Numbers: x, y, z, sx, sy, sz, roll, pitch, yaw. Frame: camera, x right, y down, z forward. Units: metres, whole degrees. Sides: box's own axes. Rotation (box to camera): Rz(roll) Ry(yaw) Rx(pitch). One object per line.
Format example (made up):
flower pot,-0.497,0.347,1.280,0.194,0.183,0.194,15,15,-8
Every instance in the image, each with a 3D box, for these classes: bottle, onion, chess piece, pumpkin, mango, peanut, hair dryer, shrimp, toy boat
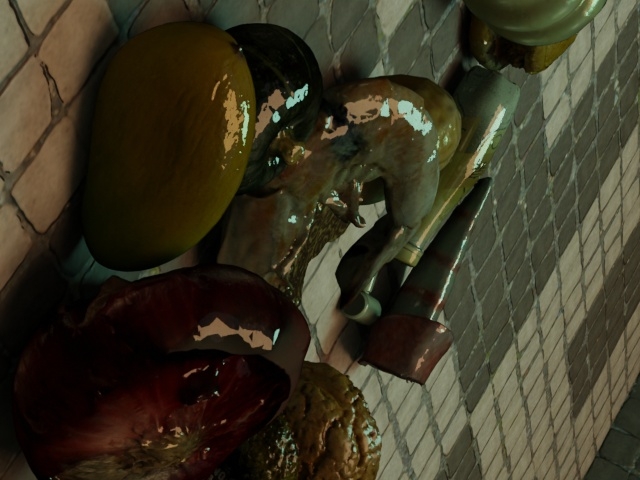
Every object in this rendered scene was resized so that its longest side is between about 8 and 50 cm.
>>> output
bottle,0.164,-0.090,2.030,0.270,0.083,0.083,-62,156,-5
onion,-0.149,0.102,1.418,0.272,0.195,0.272,-21,145,-16
chess piece,0.187,-0.333,1.765,0.330,0.182,0.182,12,100,-61
pumpkin,-0.067,-0.118,1.457,0.167,0.125,0.167,14,90,-74
mango,-0.127,-0.072,1.351,0.091,0.137,0.237,-46,151,-60
peanut,0.064,-0.112,1.739,0.224,0.129,0.129,-26,134,-50
hair dryer,0.063,0.042,2.002,0.063,0.038,0.124,33,74,-68
shrimp,-0.003,-0.009,1.641,0.247,0.085,0.360,13,117,-39
toy boat,0.144,0.045,2.059,0.206,0.096,0.282,178,-64,-80

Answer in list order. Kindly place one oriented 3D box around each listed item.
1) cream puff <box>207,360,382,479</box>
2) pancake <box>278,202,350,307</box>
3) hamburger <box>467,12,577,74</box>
cream puff,-0.046,0.236,1.809,0.169,0.183,0.183,-20,132,-32
pancake,0.000,0.000,1.839,0.190,0.020,0.184,-37,142,-47
hamburger,0.263,-0.301,2.034,0.177,0.113,0.185,21,84,-61
